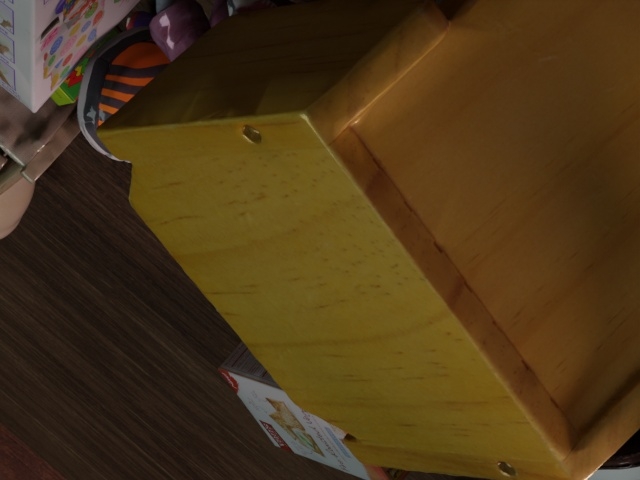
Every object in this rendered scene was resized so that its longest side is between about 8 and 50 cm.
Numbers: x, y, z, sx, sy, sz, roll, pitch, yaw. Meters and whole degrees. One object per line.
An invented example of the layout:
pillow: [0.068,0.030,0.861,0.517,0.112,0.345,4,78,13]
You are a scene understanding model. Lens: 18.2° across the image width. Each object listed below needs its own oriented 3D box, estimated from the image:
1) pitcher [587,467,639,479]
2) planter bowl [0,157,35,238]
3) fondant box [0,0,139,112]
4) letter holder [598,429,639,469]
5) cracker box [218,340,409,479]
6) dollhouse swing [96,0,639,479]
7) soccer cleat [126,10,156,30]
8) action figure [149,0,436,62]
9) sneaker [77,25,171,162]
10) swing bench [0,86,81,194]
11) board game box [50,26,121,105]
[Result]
pitcher: [0.285,0.188,1.796,0.125,0.178,0.207,21,164,-24]
planter bowl: [-0.415,-0.093,2.443,0.162,0.162,0.109,42,133,-5]
fondant box: [-0.183,-0.275,1.567,0.096,0.238,0.330,36,158,8]
letter holder: [0.209,0.078,1.595,0.302,0.214,0.152,-9,103,62]
cracker box: [-0.002,0.209,2.448,0.232,0.067,0.156,14,147,49]
dollhouse swing: [0.104,-0.060,1.385,0.315,0.305,0.347,-1,136,49]
soccer cleat: [-0.143,-0.142,2.003,0.095,0.083,0.248,8,147,11]
action figure: [-0.038,-0.118,1.554,0.248,0.276,0.370,7,-176,7]
sneaker: [-0.067,-0.108,1.786,0.180,0.125,0.321,16,-174,31]
swing bench: [-0.398,-0.181,2.216,0.253,0.165,0.254,46,152,-13]
board game box: [-0.289,-0.234,2.017,0.181,0.092,0.043,48,158,-20]
